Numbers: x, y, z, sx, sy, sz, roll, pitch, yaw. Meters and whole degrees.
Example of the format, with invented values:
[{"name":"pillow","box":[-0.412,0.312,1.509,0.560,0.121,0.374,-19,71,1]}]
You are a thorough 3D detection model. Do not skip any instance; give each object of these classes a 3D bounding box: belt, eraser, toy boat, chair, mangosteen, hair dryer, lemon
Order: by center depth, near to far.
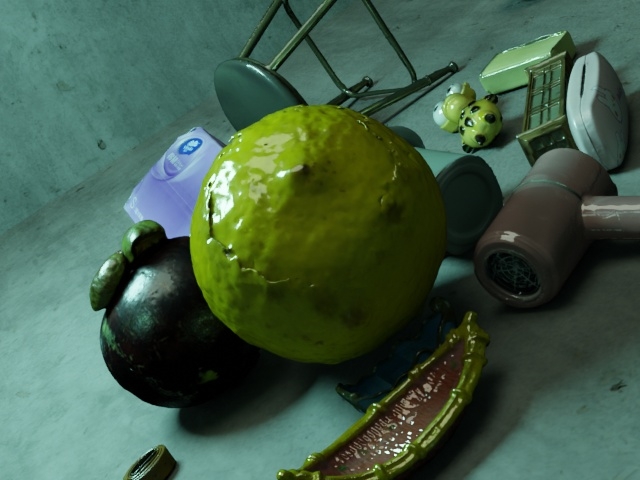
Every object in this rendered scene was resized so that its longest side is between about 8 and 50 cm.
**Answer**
[{"name":"toy boat","box":[0.091,0.209,1.246,0.318,0.099,0.141,-37,24,-24]},{"name":"hair dryer","box":[0.382,-0.018,1.360,0.352,0.125,0.210,-1,35,42]},{"name":"toy boat","box":[0.105,0.150,1.387,0.185,0.077,0.075,-35,19,-11]},{"name":"lemon","box":[0.000,0.000,1.460,0.350,0.350,0.387,-33,-23,-7]},{"name":"belt","box":[-0.245,0.327,1.529,0.059,0.036,0.083,-12,26,44]},{"name":"mangosteen","box":[-0.219,0.112,1.644,0.288,0.288,0.288,-27,20,11]},{"name":"eraser","box":[0.418,-0.357,2.177,0.172,0.058,0.117,-14,26,40]},{"name":"chair","box":[-0.001,-0.398,2.483,0.410,0.362,0.364,-46,25,-24]}]

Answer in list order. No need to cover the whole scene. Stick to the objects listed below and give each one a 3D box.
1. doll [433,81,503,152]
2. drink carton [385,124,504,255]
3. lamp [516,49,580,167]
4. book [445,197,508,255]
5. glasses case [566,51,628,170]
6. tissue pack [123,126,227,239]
[{"name":"doll","box":[0.282,-0.240,2.057,0.117,0.086,0.291,-58,15,12]},{"name":"drink carton","box":[0.154,-0.065,1.652,0.185,0.191,0.189,-37,27,-19]},{"name":"lamp","box":[0.397,-0.222,1.843,0.089,0.090,0.325,-23,21,23]},{"name":"book","box":[0.210,-0.020,1.736,0.182,0.014,0.127,-35,20,-11]},{"name":"glasses case","box":[0.441,-0.208,1.710,0.075,0.113,0.297,-24,21,26]},{"name":"tissue pack","box":[-0.218,-0.055,2.068,0.242,0.160,0.338,-50,33,2]}]
